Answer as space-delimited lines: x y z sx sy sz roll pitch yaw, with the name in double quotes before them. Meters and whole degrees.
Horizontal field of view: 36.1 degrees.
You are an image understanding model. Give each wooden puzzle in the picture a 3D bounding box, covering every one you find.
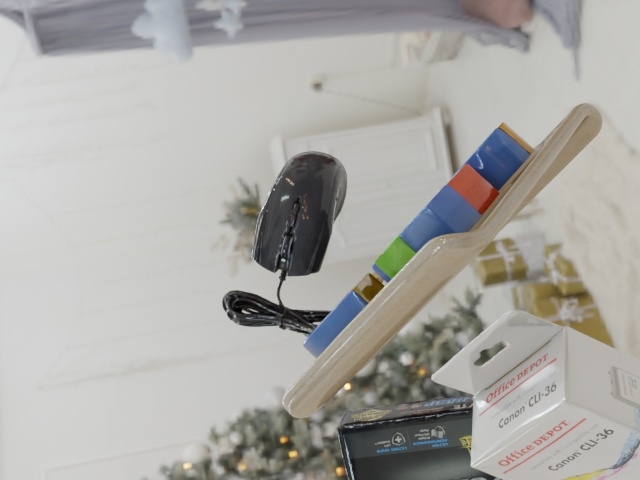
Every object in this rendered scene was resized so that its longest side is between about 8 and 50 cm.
"wooden puzzle" 0.116 0.006 1.019 0.080 0.348 0.322 45 133 7

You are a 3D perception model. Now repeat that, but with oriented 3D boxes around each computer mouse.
"computer mouse" 0.000 0.000 1.218 0.060 0.184 0.262 82 -152 -63

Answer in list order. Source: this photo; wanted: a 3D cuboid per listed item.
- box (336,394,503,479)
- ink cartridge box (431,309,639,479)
"box" 0.144 0.270 1.123 0.051 0.220 0.175 -49 -52 -73
"ink cartridge box" 0.188 0.134 0.705 0.115 0.198 0.067 -52 20 44
